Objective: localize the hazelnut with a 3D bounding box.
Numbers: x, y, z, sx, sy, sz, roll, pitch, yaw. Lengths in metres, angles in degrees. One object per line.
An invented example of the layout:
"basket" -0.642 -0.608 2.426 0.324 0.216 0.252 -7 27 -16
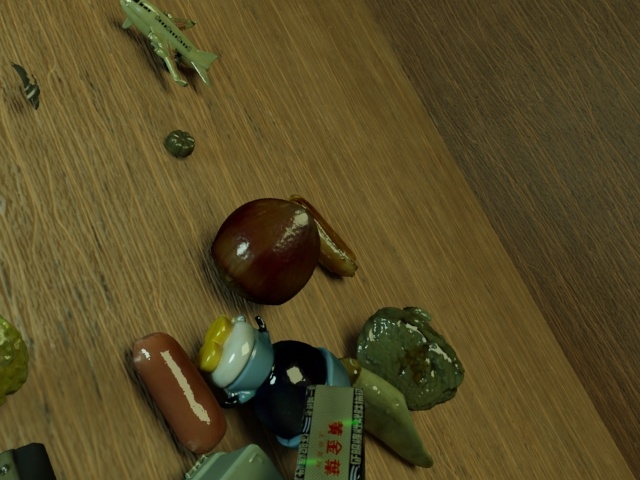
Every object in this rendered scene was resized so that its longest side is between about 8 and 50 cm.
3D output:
"hazelnut" -0.091 0.014 0.986 0.208 0.208 0.208 34 38 -32

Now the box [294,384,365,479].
"box" 0.021 0.379 0.757 0.198 0.084 0.310 -81 169 -48

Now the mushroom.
"mushroom" 0.132 0.354 1.088 0.333 0.107 0.087 41 2 -22

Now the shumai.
"shumai" 0.191 0.256 1.224 0.256 0.189 0.218 44 12 -8

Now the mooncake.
"mooncake" -0.378 -0.221 0.956 0.150 0.057 0.346 51 23 15

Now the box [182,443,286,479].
"box" -0.134 0.373 0.671 0.148 0.129 0.210 54 32 -3

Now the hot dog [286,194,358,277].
"hot dog" 0.000 0.000 1.256 0.250 0.076 0.104 50 12 -17

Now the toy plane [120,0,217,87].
"toy plane" -0.336 -0.444 1.170 0.244 0.092 0.229 29 43 -36

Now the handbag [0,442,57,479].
"handbag" -0.346 0.313 0.436 0.342 0.152 0.288 18 36 -47

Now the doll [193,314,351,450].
"doll" -0.060 0.240 0.886 0.314 0.141 0.177 37 52 -23

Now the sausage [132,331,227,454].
"sausage" -0.205 0.220 0.770 0.194 0.077 0.077 59 31 0

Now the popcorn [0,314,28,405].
"popcorn" -0.380 0.132 0.575 0.120 0.106 0.116 43 24 -21
